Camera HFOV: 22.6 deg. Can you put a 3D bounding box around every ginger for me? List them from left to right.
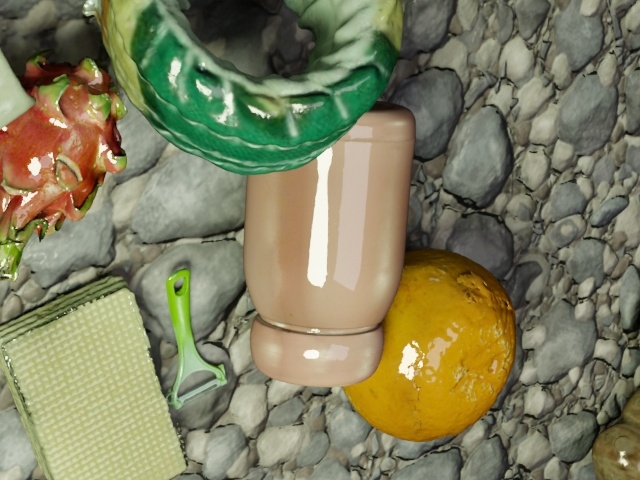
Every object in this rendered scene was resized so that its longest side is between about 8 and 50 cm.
[{"bbox_3d":[0.492,0.225,2.164,0.244,0.155,0.304,27,91,-43],"label":"ginger"}]

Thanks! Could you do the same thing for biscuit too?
[{"bbox_3d":[-0.234,0.168,1.652,0.150,0.052,0.252,-28,123,-21],"label":"biscuit"}]

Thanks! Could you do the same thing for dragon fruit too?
[{"bbox_3d":[-0.265,-0.066,1.470,0.135,0.137,0.236,26,91,-27],"label":"dragon fruit"}]

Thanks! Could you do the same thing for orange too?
[{"bbox_3d":[0.117,0.117,1.807,0.219,0.193,0.219,-28,141,-25],"label":"orange"}]

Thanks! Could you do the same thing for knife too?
[{"bbox_3d":[-0.145,0.101,1.708,0.078,0.022,0.166,-30,127,-32],"label":"knife"}]

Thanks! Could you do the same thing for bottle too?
[{"bbox_3d":[0.000,0.000,1.673,0.173,0.206,0.297,-2,101,-22],"label":"bottle"}]

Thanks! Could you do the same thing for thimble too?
[{"bbox_3d":[-0.072,-0.204,1.469,0.288,0.167,0.254,29,71,-4],"label":"thimble"}]

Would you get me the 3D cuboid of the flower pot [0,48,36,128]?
[{"bbox_3d":[-0.377,-0.136,1.304,0.189,0.239,0.209,-40,161,-19],"label":"flower pot"}]
